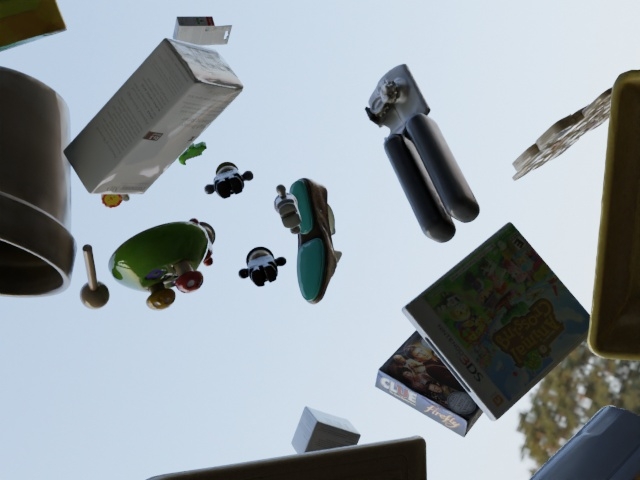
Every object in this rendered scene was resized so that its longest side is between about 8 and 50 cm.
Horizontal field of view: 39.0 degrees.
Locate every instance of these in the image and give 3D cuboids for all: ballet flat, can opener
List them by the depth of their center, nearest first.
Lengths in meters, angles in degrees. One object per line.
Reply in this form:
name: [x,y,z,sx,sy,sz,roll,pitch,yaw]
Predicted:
can opener: [0.124,-0.111,1.084,0.093,0.280,0.074,26,-58,-35]
ballet flat: [0.000,0.000,2.168,0.106,0.107,0.316,9,-110,-45]

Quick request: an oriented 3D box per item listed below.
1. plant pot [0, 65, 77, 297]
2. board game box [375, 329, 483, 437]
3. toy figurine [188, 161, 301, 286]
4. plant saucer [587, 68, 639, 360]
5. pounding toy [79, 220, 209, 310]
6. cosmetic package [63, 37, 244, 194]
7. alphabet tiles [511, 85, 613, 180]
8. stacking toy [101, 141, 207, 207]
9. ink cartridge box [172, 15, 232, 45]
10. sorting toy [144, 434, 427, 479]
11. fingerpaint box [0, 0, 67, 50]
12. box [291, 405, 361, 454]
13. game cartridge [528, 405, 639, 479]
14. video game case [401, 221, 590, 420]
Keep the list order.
plant pot: [-0.504,-0.096,1.352,0.323,0.323,0.281,51,-138,-59]
board game box: [0.223,0.192,1.462,0.243,0.165,0.042,-39,-34,-42]
toy figurine: [-0.150,-0.032,1.791,0.148,0.213,0.210,-116,48,-75]
plant saucer: [0.462,-0.026,0.952,0.081,0.332,0.333,-66,-24,-63]
pounding toy: [-0.290,0.067,1.570,0.236,0.110,0.183,-15,-26,-26]
cosmetic package: [-0.226,-0.161,1.223,0.231,0.085,0.117,-43,-17,24]
alphabet tiles: [0.462,-0.208,1.609,0.284,0.021,0.278,-27,-13,-35]
stacking toy: [-0.316,-0.162,1.703,0.221,0.167,0.052,-25,-52,5]
ink cartridge box: [-0.247,-0.437,1.885,0.115,0.029,0.063,-7,-28,-22]
sorting toy: [-0.017,0.290,0.580,0.229,0.041,0.307,-1,-91,-35]
fingerpaint box: [-0.457,-0.276,0.677,0.445,0.163,0.371,-42,-61,-53]
box: [0.010,0.398,1.810,0.087,0.101,0.102,-69,16,1]
game cartridge: [0.324,0.267,0.781,0.198,0.297,0.062,-26,-52,-38]
video game case: [0.249,0.106,1.240,0.212,0.193,0.023,-36,-7,-21]
